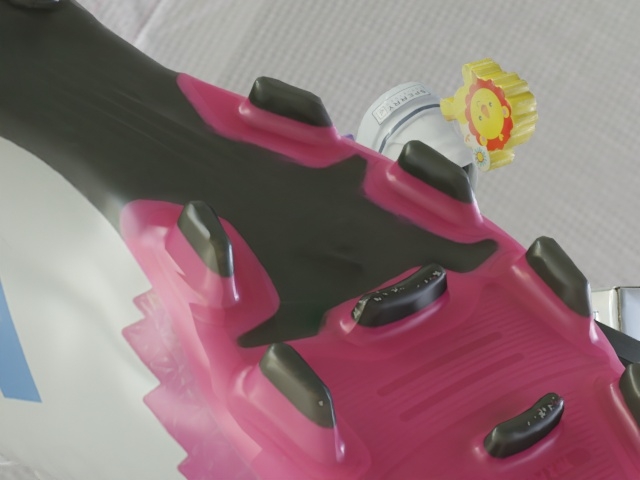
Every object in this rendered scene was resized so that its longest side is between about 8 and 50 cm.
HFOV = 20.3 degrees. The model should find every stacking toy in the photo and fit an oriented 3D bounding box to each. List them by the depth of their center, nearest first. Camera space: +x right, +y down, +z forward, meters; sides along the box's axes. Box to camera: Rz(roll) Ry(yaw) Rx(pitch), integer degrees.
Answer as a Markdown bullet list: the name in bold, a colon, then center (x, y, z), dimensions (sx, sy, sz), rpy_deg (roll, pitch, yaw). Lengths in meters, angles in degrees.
- **stacking toy**: center (0.000, 0.000, 0.925), dimensions (0.167, 0.221, 0.052), rpy_deg (-18, -113, -29)

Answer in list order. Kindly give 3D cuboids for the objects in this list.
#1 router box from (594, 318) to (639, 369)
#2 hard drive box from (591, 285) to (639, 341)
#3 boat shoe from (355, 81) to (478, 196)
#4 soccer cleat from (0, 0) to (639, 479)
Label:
- **router box**: center (0.111, 0.168, 0.728), dimensions (0.309, 0.081, 0.243), rpy_deg (26, -95, 11)
- **hard drive box**: center (0.214, 0.160, 1.511), dimensions (0.089, 0.181, 0.232), rpy_deg (1, -96, -43)
- **boat shoe**: center (0.056, -0.002, 1.143), dimensions (0.083, 0.226, 0.076), rpy_deg (-28, -120, -15)
- **soccer cleat**: center (-0.048, 0.021, 0.488), dimensions (0.331, 0.143, 0.116), rpy_deg (37, -137, 22)
